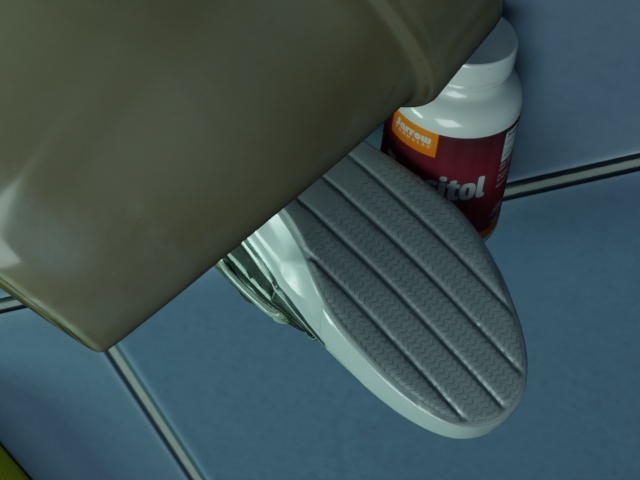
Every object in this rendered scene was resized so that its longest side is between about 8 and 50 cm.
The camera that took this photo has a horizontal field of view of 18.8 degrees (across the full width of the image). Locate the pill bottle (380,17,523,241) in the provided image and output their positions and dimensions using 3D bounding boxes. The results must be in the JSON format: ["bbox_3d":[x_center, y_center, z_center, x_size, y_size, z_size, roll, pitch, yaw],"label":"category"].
[{"bbox_3d":[0.083,-0.071,1.239,0.086,0.086,0.152,11,132,4],"label":"pill bottle"}]

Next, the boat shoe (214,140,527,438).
[{"bbox_3d":[0.000,0.000,1.233,0.335,0.121,0.119,48,153,15],"label":"boat shoe"}]

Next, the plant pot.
[{"bbox_3d":[-0.110,-0.104,1.035,0.323,0.280,0.323,34,173,5],"label":"plant pot"}]

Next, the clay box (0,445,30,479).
[{"bbox_3d":[-0.297,0.208,1.547,0.053,0.127,0.222,-18,125,27],"label":"clay box"}]
